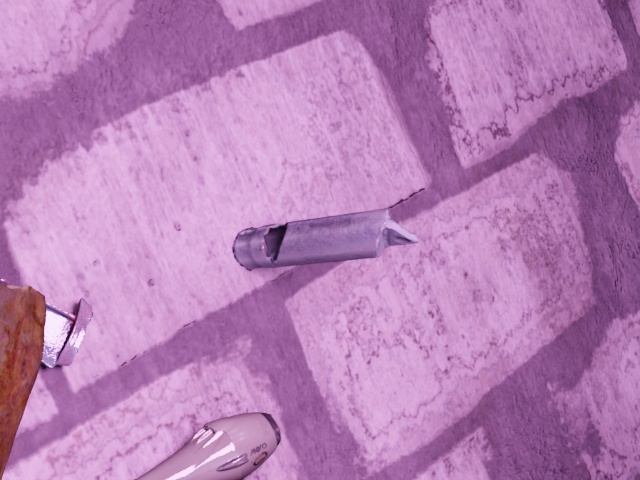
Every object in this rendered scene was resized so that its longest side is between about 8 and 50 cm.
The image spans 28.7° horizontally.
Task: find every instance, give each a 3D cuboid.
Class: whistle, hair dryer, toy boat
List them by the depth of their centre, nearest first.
[{"bbox_3d":[-0.342,0.094,1.501,0.122,0.034,0.096,28,66,-23],"label":"toy boat"},{"bbox_3d":[-0.154,0.335,1.591,0.219,0.088,0.225,0,98,-32],"label":"hair dryer"},{"bbox_3d":[0.000,0.000,1.604,0.062,0.312,0.062,4,83,-39],"label":"whistle"}]

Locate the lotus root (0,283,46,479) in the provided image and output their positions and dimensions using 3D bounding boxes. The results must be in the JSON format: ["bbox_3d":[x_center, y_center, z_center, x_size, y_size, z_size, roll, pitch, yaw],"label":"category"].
[{"bbox_3d":[-0.426,0.200,1.282,0.250,0.250,0.346,16,76,-36],"label":"lotus root"}]
